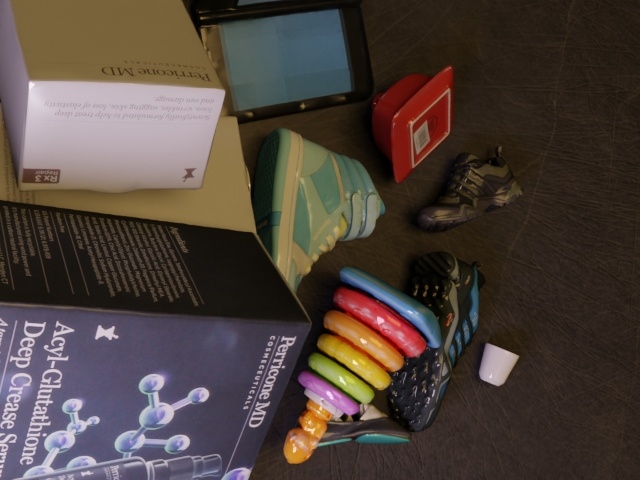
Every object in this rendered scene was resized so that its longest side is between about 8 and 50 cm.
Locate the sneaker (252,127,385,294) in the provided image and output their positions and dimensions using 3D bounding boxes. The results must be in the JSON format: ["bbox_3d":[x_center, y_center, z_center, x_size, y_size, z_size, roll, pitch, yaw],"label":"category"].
[{"bbox_3d":[0.000,0.000,1.276,0.208,0.127,0.319,13,78,-26],"label":"sneaker"}]

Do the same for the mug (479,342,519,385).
[{"bbox_3d":[0.318,0.225,1.483,0.078,0.062,0.064,23,86,-18],"label":"mug"}]

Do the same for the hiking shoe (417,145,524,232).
[{"bbox_3d":[0.244,-0.089,1.450,0.227,0.086,0.114,-21,85,-32],"label":"hiking shoe"}]

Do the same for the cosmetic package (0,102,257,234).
[{"bbox_3d":[-0.285,-0.056,1.092,0.365,0.155,0.197,2,67,-27],"label":"cosmetic package"}]

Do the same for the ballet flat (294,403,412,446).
[{"bbox_3d":[0.053,0.294,1.339,0.203,0.074,0.074,2,88,-21],"label":"ballet flat"}]

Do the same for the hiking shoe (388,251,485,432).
[{"bbox_3d":[0.210,0.175,1.399,0.132,0.113,0.304,15,89,-37],"label":"hiking shoe"}]

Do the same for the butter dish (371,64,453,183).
[{"bbox_3d":[0.136,-0.206,1.373,0.160,0.118,0.160,-44,149,-23],"label":"butter dish"}]

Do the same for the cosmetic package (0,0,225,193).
[{"bbox_3d":[-0.277,-0.234,1.012,0.217,0.385,0.156,-4,135,-29],"label":"cosmetic package"}]

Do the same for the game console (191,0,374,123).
[{"bbox_3d":[-0.026,-0.332,1.262,0.293,0.250,0.173,-16,69,-27],"label":"game console"}]

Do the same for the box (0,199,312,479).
[{"bbox_3d":[-0.260,0.141,0.951,0.395,0.212,0.293,6,117,-30],"label":"box"}]

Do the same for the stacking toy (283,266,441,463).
[{"bbox_3d":[0.034,0.205,1.267,0.302,0.165,0.175,-56,152,-9],"label":"stacking toy"}]
